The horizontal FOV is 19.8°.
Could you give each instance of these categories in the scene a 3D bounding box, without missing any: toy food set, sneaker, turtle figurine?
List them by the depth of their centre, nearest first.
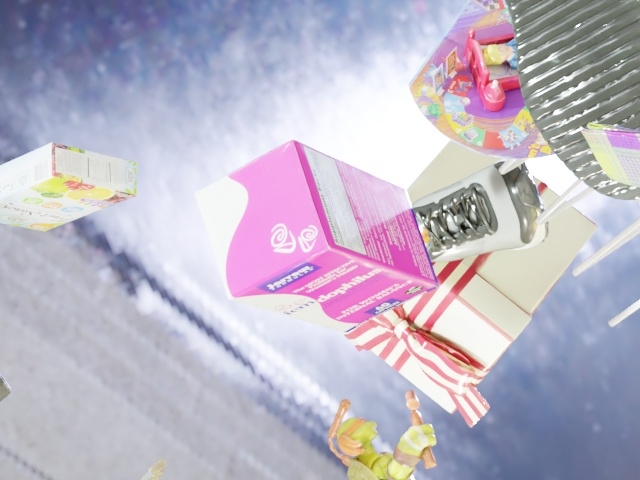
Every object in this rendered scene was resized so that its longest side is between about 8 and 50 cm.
[{"bbox_3d":[0.195,-0.194,1.337,0.146,0.122,0.331,-23,90,-57],"label":"sneaker"},{"bbox_3d":[-0.170,0.240,1.639,0.019,0.078,0.122,48,-23,9],"label":"toy food set"},{"bbox_3d":[0.079,0.249,1.772,0.217,0.087,0.269,55,-24,3],"label":"turtle figurine"},{"bbox_3d":[0.161,-0.020,2.004,0.271,0.108,0.100,-26,-96,66],"label":"sneaker"}]

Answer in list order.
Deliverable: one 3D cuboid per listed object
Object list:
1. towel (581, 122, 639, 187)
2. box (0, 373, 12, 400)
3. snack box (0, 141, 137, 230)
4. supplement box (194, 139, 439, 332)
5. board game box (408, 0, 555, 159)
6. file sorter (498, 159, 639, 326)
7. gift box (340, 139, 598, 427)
[{"bbox_3d":[0.216,-0.053,1.202,0.009,0.083,0.060,-57,134,-23],"label":"towel"},{"bbox_3d":[-0.439,0.185,1.665,0.076,0.307,0.242,48,-11,12],"label":"box"},{"bbox_3d":[-0.252,-0.048,1.697,0.100,0.141,0.037,14,67,-45],"label":"snack box"},{"bbox_3d":[0.000,0.000,1.664,0.220,0.111,0.114,21,47,-58],"label":"supplement box"},{"bbox_3d":[0.153,-0.141,1.429,0.169,0.133,0.033,-55,163,-27],"label":"board game box"},{"bbox_3d":[0.338,-0.032,1.818,0.173,0.193,0.278,-30,80,-33],"label":"file sorter"},{"bbox_3d":[0.167,0.061,2.326,0.255,0.276,0.258,36,56,10],"label":"gift box"}]
